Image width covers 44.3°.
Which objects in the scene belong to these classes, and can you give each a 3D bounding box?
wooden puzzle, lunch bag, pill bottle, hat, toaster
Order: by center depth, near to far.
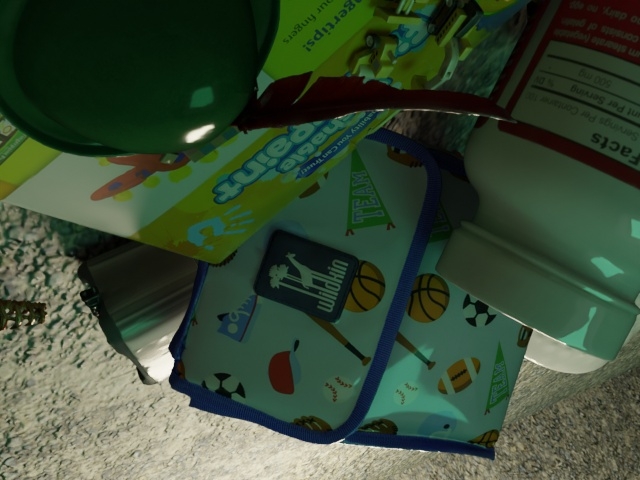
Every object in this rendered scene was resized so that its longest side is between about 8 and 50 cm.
[{"bbox_3d":[-0.064,-0.059,0.407,0.173,0.183,0.208,2,138,-40],"label":"hat"},{"bbox_3d":[-0.081,-0.080,0.550,0.083,0.006,0.049,-32,152,8],"label":"wooden puzzle"},{"bbox_3d":[0.267,-0.115,0.672,0.229,0.229,0.408,18,101,-55],"label":"pill bottle"},{"bbox_3d":[0.054,0.046,0.860,0.385,0.239,0.328,16,95,-28],"label":"lunch bag"},{"bbox_3d":[-0.187,0.069,0.938,0.146,0.129,0.227,-28,151,-10],"label":"toaster"}]

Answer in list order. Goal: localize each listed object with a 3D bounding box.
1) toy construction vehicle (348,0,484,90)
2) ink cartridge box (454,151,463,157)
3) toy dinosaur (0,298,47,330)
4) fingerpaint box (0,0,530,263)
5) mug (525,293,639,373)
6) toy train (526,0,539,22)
[{"bbox_3d":[0.071,-0.143,0.552,0.086,0.035,0.098,-5,144,-38],"label":"toy construction vehicle"},{"bbox_3d":[0.171,-0.039,1.137,0.134,0.078,0.231,-30,153,2],"label":"ink cartridge box"},{"bbox_3d":[-0.447,0.128,0.783,0.322,0.164,0.218,-2,131,-6],"label":"toy dinosaur"},{"bbox_3d":[-0.061,-0.204,0.547,0.445,0.163,0.371,-39,150,19],"label":"fingerpaint box"},{"bbox_3d":[0.402,0.022,1.240,0.374,0.276,0.328,-16,146,-33],"label":"mug"},{"bbox_3d":[0.377,-0.284,0.863,0.334,0.142,0.190,-27,143,-5],"label":"toy train"}]
